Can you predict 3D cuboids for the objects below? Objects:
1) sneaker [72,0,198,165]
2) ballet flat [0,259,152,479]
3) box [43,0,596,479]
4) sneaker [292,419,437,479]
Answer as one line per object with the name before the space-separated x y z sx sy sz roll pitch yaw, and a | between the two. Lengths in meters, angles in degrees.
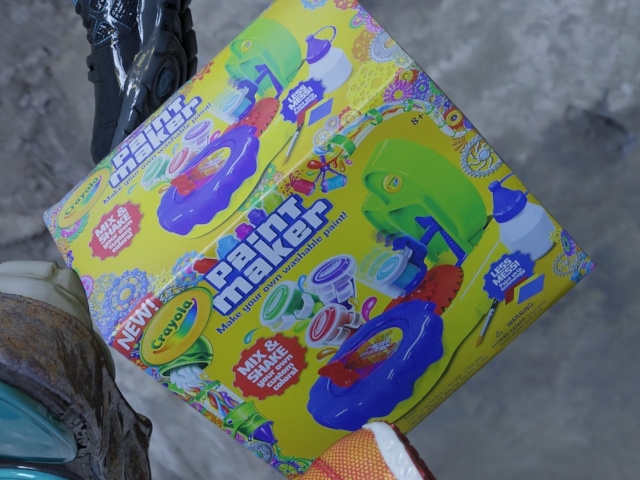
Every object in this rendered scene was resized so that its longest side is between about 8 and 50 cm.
sneaker | -0.212 -0.237 1.833 0.125 0.139 0.341 0 104 -72
ballet flat | -0.147 0.072 0.831 0.316 0.107 0.106 83 14 -65
box | 0.000 0.000 1.266 0.290 0.177 0.279 -43 130 6
sneaker | 0.045 0.150 0.645 0.067 0.175 0.064 -37 139 0
